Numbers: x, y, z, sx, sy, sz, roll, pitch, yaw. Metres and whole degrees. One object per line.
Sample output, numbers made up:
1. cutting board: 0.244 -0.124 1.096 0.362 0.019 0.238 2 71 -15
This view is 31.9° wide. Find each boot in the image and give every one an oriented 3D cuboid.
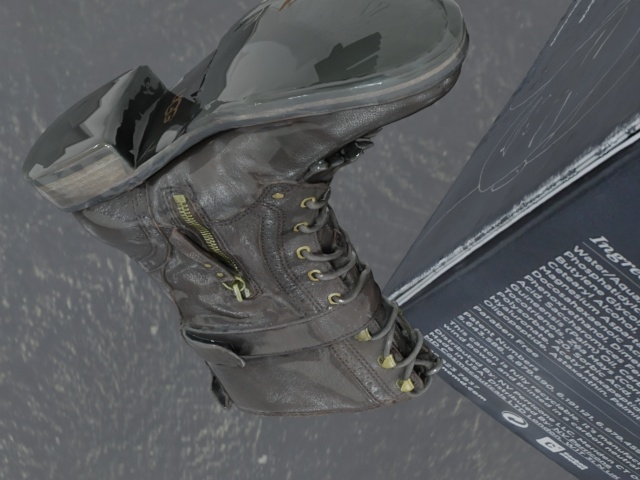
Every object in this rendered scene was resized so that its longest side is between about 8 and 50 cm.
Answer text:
1. boot: 0.000 0.000 0.570 0.263 0.229 0.091 -14 39 34

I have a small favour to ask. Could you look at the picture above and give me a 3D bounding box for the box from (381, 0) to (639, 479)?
1. box: 0.333 -0.096 0.787 0.297 0.472 0.480 36 67 -2
